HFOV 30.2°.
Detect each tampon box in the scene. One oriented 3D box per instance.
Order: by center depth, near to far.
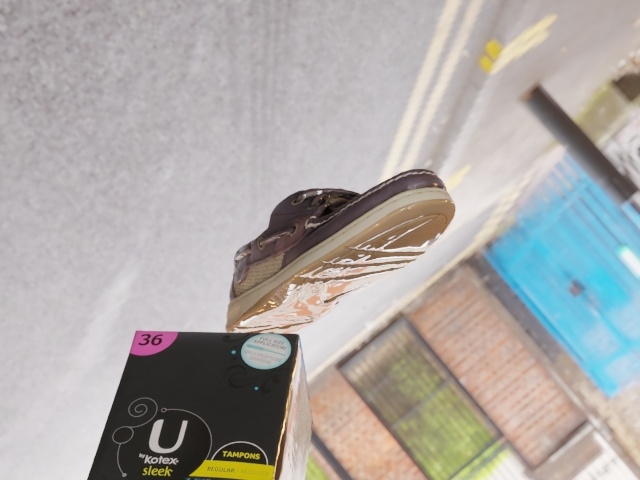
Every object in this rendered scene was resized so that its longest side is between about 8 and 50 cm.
[{"bbox_3d":[-0.077,0.151,0.797,0.161,0.121,0.101,-81,168,-46],"label":"tampon box"}]

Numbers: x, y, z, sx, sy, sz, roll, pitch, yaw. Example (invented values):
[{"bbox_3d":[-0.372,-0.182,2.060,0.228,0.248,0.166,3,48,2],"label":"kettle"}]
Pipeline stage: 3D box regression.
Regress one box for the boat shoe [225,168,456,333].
[{"bbox_3d":[0.000,0.000,0.980,0.103,0.092,0.285,-2,158,-33],"label":"boat shoe"}]
